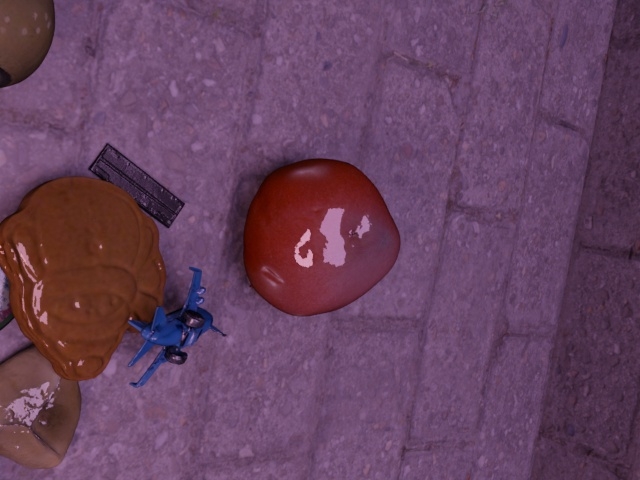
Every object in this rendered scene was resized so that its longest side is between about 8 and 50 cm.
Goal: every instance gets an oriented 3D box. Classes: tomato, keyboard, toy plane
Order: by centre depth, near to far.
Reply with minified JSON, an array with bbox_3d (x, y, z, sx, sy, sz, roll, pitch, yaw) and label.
[{"bbox_3d":[-0.265,0.165,1.277,0.254,0.105,0.271,-62,161,8],"label":"toy plane"},{"bbox_3d":[-0.348,-0.101,1.285,0.198,0.010,0.063,42,70,-35],"label":"keyboard"},{"bbox_3d":[0.000,0.000,1.410,0.341,0.273,0.341,-7,102,-38],"label":"tomato"}]

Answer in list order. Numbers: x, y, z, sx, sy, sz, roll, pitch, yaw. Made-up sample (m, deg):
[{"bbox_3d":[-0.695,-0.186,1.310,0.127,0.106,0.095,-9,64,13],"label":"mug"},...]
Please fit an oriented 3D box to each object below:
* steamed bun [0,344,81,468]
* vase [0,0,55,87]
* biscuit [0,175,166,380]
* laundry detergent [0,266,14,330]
[{"bbox_3d":[-0.499,0.306,1.172,0.231,0.110,0.212,-37,118,-25],"label":"steamed bun"},{"bbox_3d":[-0.545,-0.400,0.967,0.329,0.241,0.302,11,78,-15],"label":"vase"},{"bbox_3d":[-0.400,0.059,1.181,0.312,0.057,0.351,-21,105,-52],"label":"biscuit"},{"bbox_3d":[-0.580,0.109,1.104,0.137,0.063,0.211,44,73,-31],"label":"laundry detergent"}]
